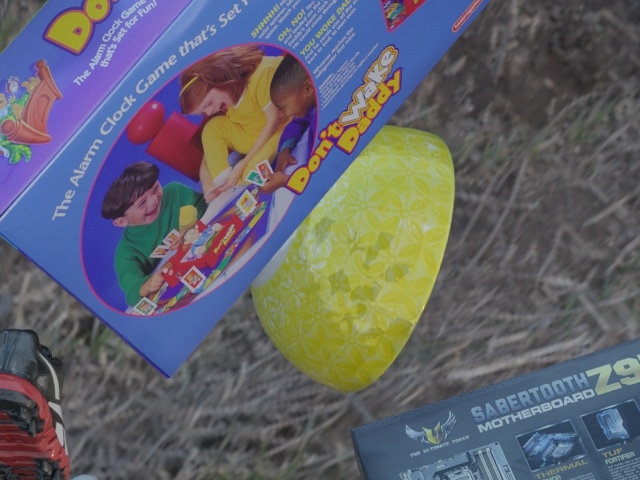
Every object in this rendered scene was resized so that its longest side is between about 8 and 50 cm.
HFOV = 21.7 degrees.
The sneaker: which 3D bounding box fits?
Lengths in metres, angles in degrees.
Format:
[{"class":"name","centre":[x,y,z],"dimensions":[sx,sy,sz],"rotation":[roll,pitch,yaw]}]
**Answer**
[{"class":"sneaker","centre":[-0.332,0.193,1.888],"dimensions":[0.098,0.276,0.135],"rotation":[3,57,3]}]

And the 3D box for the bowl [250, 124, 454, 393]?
[{"class":"bowl","centre":[0.000,0.000,1.720],"dimensions":[0.156,0.289,0.289],"rotation":[19,66,-19]}]

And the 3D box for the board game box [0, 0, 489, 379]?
[{"class":"board game box","centre":[-0.048,-0.108,0.999],"dimensions":[0.078,0.233,0.347],"rotation":[36,82,31]}]

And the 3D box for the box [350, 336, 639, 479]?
[{"class":"box","centre":[0.150,0.143,0.863],"dimensions":[0.233,0.059,0.183],"rotation":[-17,44,-4]}]

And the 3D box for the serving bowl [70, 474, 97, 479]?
[{"class":"serving bowl","centre":[-0.253,0.268,1.665],"dimensions":[0.027,0.083,0.083],"rotation":[26,66,-7]}]
